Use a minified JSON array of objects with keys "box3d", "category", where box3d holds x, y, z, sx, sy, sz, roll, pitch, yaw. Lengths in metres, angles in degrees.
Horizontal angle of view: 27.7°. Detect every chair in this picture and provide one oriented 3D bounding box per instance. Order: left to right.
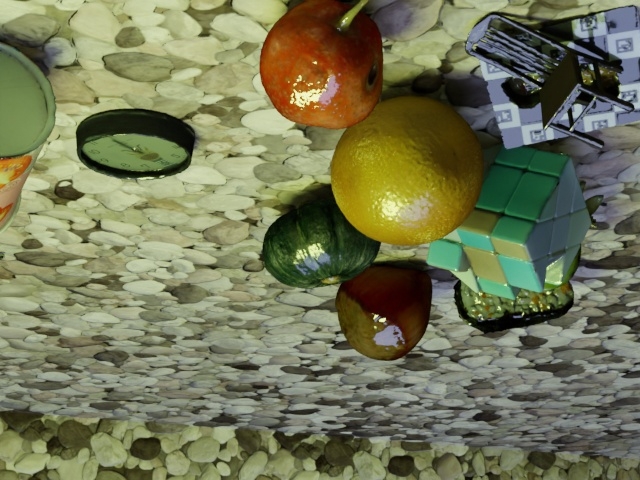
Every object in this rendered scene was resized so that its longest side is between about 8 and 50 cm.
[{"box3d":[0.291,-0.210,1.692,0.212,0.101,0.084,19,131,-16],"category":"chair"}]

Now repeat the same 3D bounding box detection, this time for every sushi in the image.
[{"box3d":[0.376,0.105,2.526,0.225,0.136,0.126,-3,167,-7],"category":"sushi"},{"box3d":[0.334,-0.233,1.774,0.215,0.050,0.192,-12,132,14],"category":"sushi"}]

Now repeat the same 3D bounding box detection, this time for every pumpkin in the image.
[{"box3d":[0.002,0.001,2.227,0.212,0.152,0.211,-7,163,-2],"category":"pumpkin"}]

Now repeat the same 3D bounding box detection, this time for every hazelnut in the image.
[{"box3d":[0.137,0.131,2.543,0.208,0.208,0.208,-1,159,0],"category":"hazelnut"}]

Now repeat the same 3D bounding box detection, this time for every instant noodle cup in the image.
[{"box3d":[-0.486,-0.141,1.765,0.243,0.243,0.231,12,148,-28],"category":"instant noodle cup"}]

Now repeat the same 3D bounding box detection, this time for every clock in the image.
[{"box3d":[-0.285,-0.143,1.998,0.184,0.040,0.184,-1,159,0],"category":"clock"}]

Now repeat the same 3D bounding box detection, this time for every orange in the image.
[{"box3d":[0.126,-0.100,1.878,0.236,0.236,0.236,-1,159,0],"category":"orange"}]

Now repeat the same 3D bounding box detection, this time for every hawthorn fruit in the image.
[{"box3d":[0.024,-0.251,1.600,0.165,0.165,0.285,6,152,-16],"category":"hawthorn fruit"}]

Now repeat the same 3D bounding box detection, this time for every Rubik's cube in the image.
[{"box3d":[0.287,-0.047,2.040,0.213,0.265,0.224,15,150,34],"category":"Rubik's cube"}]

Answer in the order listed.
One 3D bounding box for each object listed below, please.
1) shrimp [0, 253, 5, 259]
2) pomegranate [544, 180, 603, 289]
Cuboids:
[{"box3d":[-0.740,0.024,2.373,0.185,0.068,0.287,-10,159,26],"category":"shrimp"},{"box3d":[0.387,-0.012,2.223,0.156,0.156,0.220,5,138,-15],"category":"pomegranate"}]
